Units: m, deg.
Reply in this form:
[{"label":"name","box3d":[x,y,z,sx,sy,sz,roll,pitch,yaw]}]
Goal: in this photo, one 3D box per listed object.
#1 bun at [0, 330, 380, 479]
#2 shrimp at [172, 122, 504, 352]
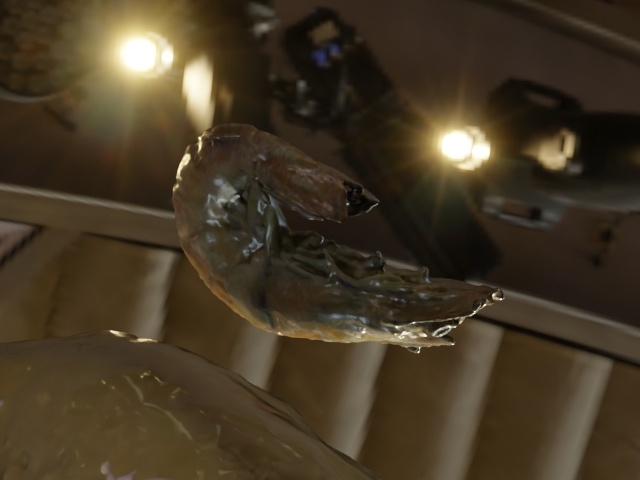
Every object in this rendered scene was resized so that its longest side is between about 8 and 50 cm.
[{"label":"bun","box3d":[-0.083,0.211,0.542,0.365,0.365,0.219,-60,-37,-8]},{"label":"shrimp","box3d":[0.000,0.000,0.995,0.047,0.223,0.126,-36,-59,-37]}]
